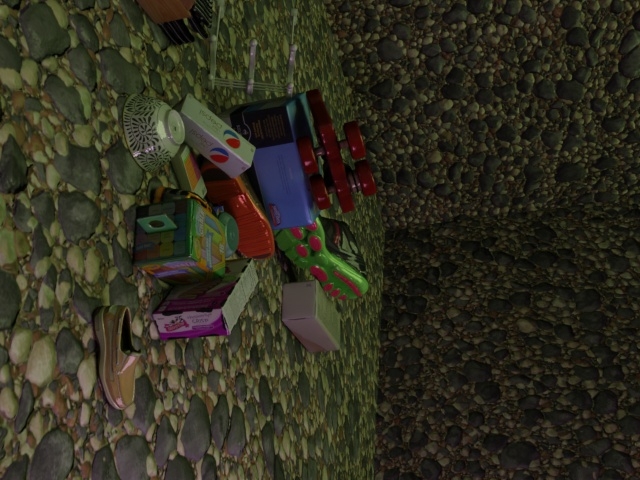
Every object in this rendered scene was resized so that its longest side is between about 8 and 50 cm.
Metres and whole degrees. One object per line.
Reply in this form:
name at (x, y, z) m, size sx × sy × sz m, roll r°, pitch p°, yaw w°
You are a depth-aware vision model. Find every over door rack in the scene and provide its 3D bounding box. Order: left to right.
over door rack at (-0.186, -0.552, 1.821) m, size 0.108 × 0.239 × 0.324 m, roll 108°, pitch -15°, yaw -61°

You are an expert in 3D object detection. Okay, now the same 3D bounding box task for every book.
book at (-0.313, -0.158, 1.571) m, size 0.096 × 0.035 × 0.144 m, roll -77°, pitch 156°, yaw -57°

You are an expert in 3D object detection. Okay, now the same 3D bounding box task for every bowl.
bowl at (-0.343, -0.237, 1.402) m, size 0.170 × 0.080 × 0.170 m, roll -8°, pitch 90°, yaw -76°

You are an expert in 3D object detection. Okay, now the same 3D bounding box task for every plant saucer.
plant saucer at (-0.233, -0.014, 1.667) m, size 0.119 × 0.021 × 0.119 m, roll -3°, pitch 90°, yaw -76°

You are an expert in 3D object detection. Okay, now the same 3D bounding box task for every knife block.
knife block at (-0.369, -0.558, 1.492) m, size 0.275 × 0.242 × 0.088 m, roll 10°, pitch 65°, yaw -27°

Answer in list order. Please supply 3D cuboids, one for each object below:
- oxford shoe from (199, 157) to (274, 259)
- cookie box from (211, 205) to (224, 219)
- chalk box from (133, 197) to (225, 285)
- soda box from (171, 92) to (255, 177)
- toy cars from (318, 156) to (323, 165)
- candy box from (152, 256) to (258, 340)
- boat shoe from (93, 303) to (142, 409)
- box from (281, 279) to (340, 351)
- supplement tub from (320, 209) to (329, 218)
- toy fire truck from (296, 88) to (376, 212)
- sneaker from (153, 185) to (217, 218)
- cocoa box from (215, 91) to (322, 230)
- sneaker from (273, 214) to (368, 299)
oxford shoe at (-0.207, -0.099, 1.765) m, size 0.133 × 0.130 × 0.364 m, roll -87°, pitch 162°, yaw -47°
cookie box at (-0.274, -0.036, 1.641) m, size 0.107 × 0.040 × 0.092 m, roll -37°, pitch 120°, yaw -73°
chalk box at (-0.298, 0.000, 1.357) m, size 0.213 × 0.132 × 0.132 m, roll 46°, pitch 39°, yaw -65°
soda box at (-0.260, -0.246, 1.562) m, size 0.216 × 0.069 × 0.074 m, roll 37°, pitch 40°, yaw -29°
toy cars at (-0.060, -0.291, 2.487) m, size 0.394 × 0.087 × 0.177 m, roll -50°, pitch 131°, yaw -70°
candy box at (-0.245, 0.123, 1.442) m, size 0.233 × 0.159 × 0.071 m, roll -68°, pitch 148°, yaw -64°
boat shoe at (-0.352, 0.208, 1.164) m, size 0.068 × 0.072 × 0.190 m, roll -37°, pitch 119°, yaw -73°
box at (-0.027, 0.268, 2.274) m, size 0.311 × 0.121 × 0.148 m, roll 61°, pitch 26°, yaw -55°
supplement tub at (-0.040, -0.065, 2.340) m, size 0.144 × 0.144 × 0.200 m, roll -82°, pitch 159°, yaw -45°
toy fire truck at (0.033, -0.241, 1.811) m, size 0.254 × 0.169 × 0.302 m, roll -104°, pitch 176°, yaw -51°
sneaker at (-0.287, -0.066, 1.482) m, size 0.215 × 0.083 × 0.084 m, roll 23°, pitch 71°, yaw -67°
cocoa box at (-0.136, -0.225, 1.887) m, size 0.231 × 0.228 × 0.347 m, roll -62°, pitch 142°, yaw -66°
sneaker at (0.000, 0.000, 2.211) m, size 0.483 × 0.185 × 0.202 m, roll 53°, pitch 31°, yaw -32°
